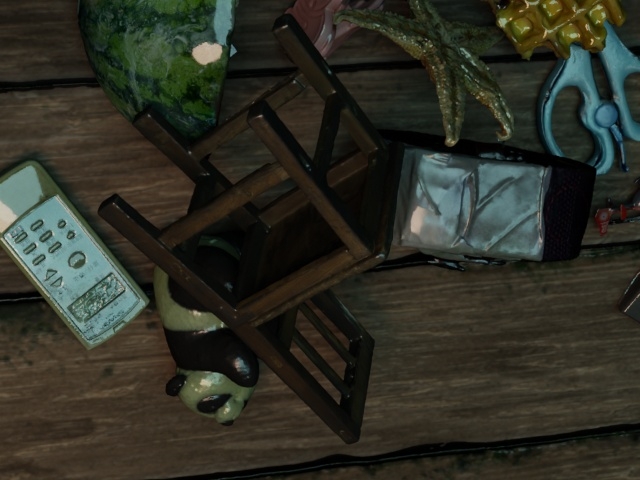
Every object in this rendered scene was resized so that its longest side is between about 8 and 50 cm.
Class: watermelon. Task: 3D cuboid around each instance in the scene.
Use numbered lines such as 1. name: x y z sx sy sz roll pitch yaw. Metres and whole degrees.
1. watermelon: -0.161 -0.242 1.834 0.180 0.224 0.305 1 97 -52

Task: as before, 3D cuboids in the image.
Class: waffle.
1. waffle: 0.255 -0.349 1.907 0.309 0.065 0.283 9 111 -1

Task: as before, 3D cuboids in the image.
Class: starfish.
1. starfish: 0.141 -0.206 1.864 0.295 0.048 0.231 3 56 -45

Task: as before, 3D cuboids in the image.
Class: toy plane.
1. toy plane: 0.415 -0.048 2.060 0.145 0.037 0.060 -15 113 -15

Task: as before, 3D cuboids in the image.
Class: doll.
1. doll: -0.121 0.100 1.910 0.135 0.143 0.234 -7 102 20

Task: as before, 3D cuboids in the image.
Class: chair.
1. chair: 0.000 0.000 1.756 0.241 0.203 0.416 -31 119 28

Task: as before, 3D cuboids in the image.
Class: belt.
1. belt: 0.179 -0.041 1.931 0.289 0.184 0.164 8 102 -9

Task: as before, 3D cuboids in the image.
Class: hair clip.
1. hair clip: 0.000 -0.279 1.886 0.138 0.123 0.102 -41 126 -8

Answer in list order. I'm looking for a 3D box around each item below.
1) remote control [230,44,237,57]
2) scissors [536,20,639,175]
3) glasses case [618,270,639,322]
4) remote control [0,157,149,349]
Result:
1. remote control: -0.142 -0.208 1.908 0.091 0.016 0.034 -38 93 -5
2. scissors: 0.322 -0.267 2.002 0.180 0.032 0.393 -22 105 -9
3. glasses case: 0.482 0.106 2.099 0.191 0.042 0.072 30 98 -16
4. remote control: -0.306 0.016 1.896 0.098 0.038 0.233 -38 107 -4
